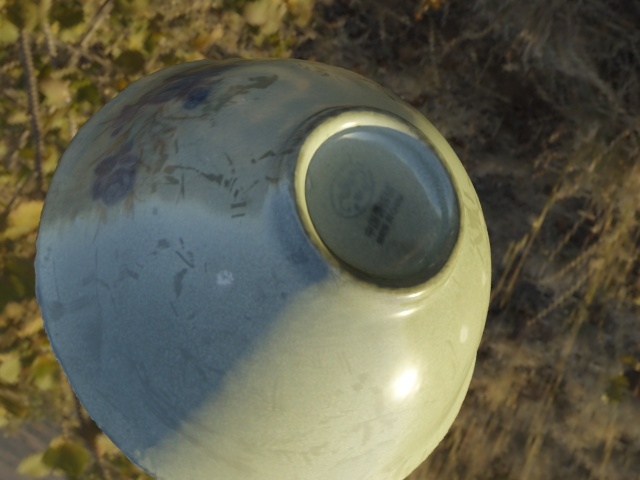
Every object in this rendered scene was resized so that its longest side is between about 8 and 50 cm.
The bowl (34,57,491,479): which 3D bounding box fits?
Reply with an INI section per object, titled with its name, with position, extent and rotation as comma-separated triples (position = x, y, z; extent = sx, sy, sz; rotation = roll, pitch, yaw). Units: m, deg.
[bowl]
position = 0.000, 0.000, 0.682
extent = 0.313, 0.313, 0.146
rotation = 34, 149, -11
